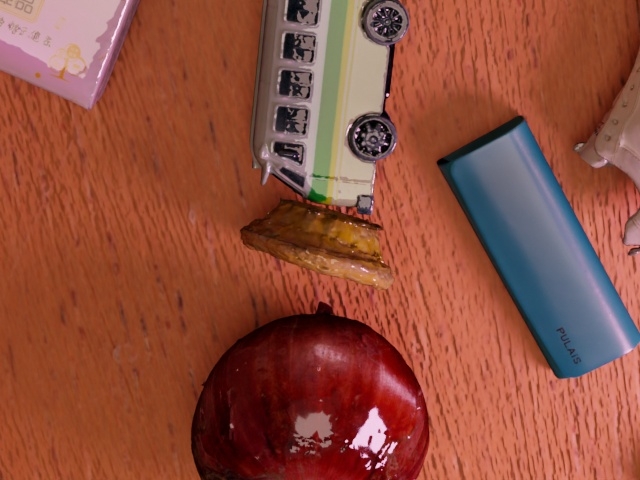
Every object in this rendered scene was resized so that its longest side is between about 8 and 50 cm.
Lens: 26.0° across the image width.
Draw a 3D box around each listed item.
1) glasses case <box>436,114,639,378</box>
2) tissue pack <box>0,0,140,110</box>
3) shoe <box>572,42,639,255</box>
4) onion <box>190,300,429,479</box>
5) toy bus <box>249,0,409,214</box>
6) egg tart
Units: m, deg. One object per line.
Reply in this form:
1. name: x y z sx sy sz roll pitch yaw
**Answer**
1. glasses case: 0.258 0.013 1.620 0.117 0.070 0.301 -29 102 8
2. tissue pack: -0.322 -0.274 1.536 0.225 0.124 0.185 23 100 -5
3. shoe: 0.379 -0.146 1.549 0.210 0.132 0.342 -17 91 19
4. onion: -0.012 0.217 1.578 0.276 0.276 0.276 0 103 1
5. toy bus: 0.008 -0.177 1.548 0.164 0.133 0.276 7 101 -1
6. egg tart: 0.000 0.000 1.563 0.191 0.191 0.074 15 90 -2
